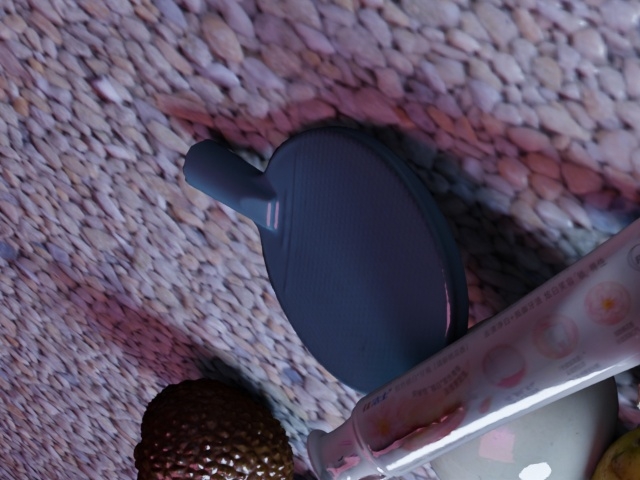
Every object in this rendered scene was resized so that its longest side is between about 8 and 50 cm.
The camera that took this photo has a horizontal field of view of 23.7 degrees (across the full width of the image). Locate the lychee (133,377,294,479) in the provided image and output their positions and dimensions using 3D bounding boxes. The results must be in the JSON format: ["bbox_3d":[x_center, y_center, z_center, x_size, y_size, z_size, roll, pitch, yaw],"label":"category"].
[{"bbox_3d":[-0.126,0.247,1.720,0.194,0.194,0.194,29,153,17],"label":"lychee"}]

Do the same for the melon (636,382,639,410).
[{"bbox_3d":[0.279,0.123,1.021,0.139,0.093,0.202,20,113,12],"label":"melon"}]

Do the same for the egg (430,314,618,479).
[{"bbox_3d":[0.155,0.143,1.217,0.151,0.151,0.209,32,147,11],"label":"egg"}]

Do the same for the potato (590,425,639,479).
[{"bbox_3d":[0.331,0.288,1.167,0.369,0.176,0.195,52,150,-15],"label":"potato"}]

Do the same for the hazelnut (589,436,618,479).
[{"bbox_3d":[0.241,0.203,1.292,0.086,0.086,0.086,29,153,17],"label":"hazelnut"}]

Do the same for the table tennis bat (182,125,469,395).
[{"bbox_3d":[0.000,0.000,1.228,0.329,0.044,0.215,34,130,41],"label":"table tennis bat"}]

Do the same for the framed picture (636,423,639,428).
[{"bbox_3d":[0.425,0.277,1.245,0.247,0.022,0.335,0,135,51],"label":"framed picture"}]

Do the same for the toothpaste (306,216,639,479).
[{"bbox_3d":[0.133,0.091,1.089,0.323,0.066,0.100,-32,97,23],"label":"toothpaste"}]
